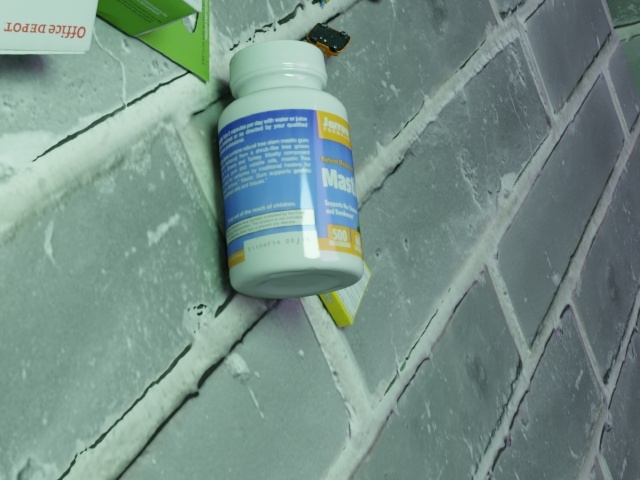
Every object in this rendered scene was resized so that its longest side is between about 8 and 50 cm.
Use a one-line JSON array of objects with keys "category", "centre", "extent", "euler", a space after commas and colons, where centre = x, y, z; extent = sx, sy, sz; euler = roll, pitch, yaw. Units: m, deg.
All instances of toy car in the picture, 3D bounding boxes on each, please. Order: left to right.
[{"category": "toy car", "centre": [0.020, -0.302, 1.640], "extent": [0.040, 0.060, 0.122], "euler": [90, 13, -57]}]

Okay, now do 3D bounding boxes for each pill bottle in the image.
[{"category": "pill bottle", "centre": [-0.037, -0.081, 1.333], "extent": [0.152, 0.152, 0.272], "euler": [19, 62, -57]}]

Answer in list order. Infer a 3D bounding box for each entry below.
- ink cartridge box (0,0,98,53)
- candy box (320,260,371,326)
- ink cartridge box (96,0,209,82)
[{"category": "ink cartridge box", "centre": [-0.255, -0.265, 1.021], "extent": [0.139, 0.082, 0.191], "euler": [-16, 124, -62]}, {"category": "candy box", "centre": [0.000, 0.000, 1.492], "extent": [0.206, 0.027, 0.105], "euler": [60, 35, -26]}, {"category": "ink cartridge box", "centre": [-0.164, -0.312, 1.272], "extent": [0.255, 0.097, 0.189], "euler": [27, 54, -53]}]
